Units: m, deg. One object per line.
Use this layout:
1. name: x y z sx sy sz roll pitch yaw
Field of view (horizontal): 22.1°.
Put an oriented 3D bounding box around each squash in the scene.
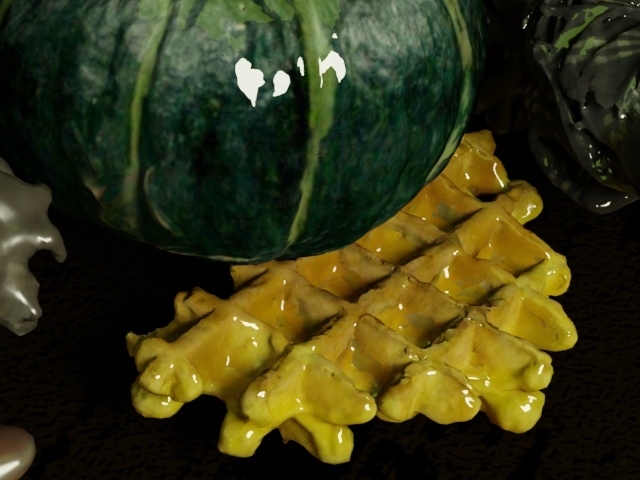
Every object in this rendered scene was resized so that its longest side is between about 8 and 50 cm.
1. squash: -0.045 -0.098 0.770 0.252 0.165 0.252 5 39 -4

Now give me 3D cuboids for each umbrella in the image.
1. umbrella: 0.149 -0.085 0.912 0.128 0.154 0.336 -31 39 7

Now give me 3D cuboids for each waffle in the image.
1. waffle: 0.000 0.000 0.848 0.260 0.069 0.293 0 41 -19

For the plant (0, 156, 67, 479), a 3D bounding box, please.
1. plant: -0.206 0.036 0.637 0.234 0.178 0.204 44 37 -14
